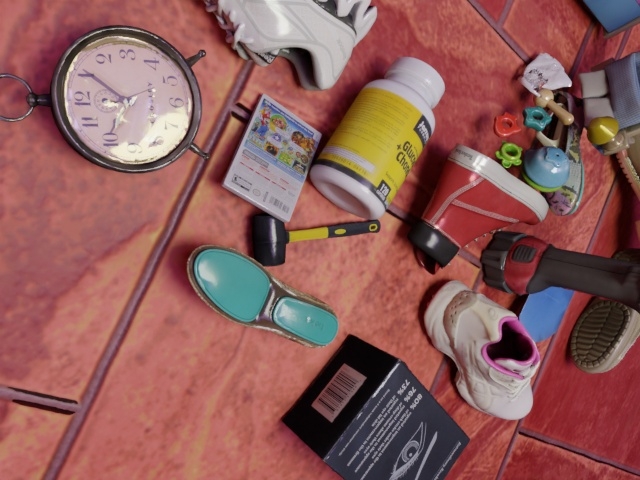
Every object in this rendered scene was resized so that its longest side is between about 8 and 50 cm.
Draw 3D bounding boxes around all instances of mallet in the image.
[{"bbox_3d":[0.000,0.000,0.641,0.189,0.039,0.062,1,97,-36],"label":"mallet"}]

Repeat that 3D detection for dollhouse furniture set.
[{"bbox_3d":[0.474,-0.311,0.700,0.198,0.286,0.304,25,61,-33],"label":"dollhouse furniture set"}]

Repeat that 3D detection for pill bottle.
[{"bbox_3d":[0.074,-0.125,0.621,0.103,0.103,0.184,38,79,-31],"label":"pill bottle"}]

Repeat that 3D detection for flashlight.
[{"bbox_3d":[0.374,0.056,0.721,0.103,0.304,0.103,-19,110,-29],"label":"flashlight"}]

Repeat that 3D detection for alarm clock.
[{"bbox_3d":[-0.199,-0.128,0.475,0.192,0.064,0.130,-6,102,-33],"label":"alarm clock"}]

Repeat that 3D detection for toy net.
[{"bbox_3d":[0.314,-0.186,0.768,0.122,0.045,0.232,12,63,0],"label":"toy net"}]

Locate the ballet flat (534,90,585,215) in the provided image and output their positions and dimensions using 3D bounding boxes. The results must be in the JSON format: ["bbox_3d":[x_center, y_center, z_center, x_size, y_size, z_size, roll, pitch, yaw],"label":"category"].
[{"bbox_3d":[0.371,-0.144,0.812,0.079,0.077,0.222,24,67,-12],"label":"ballet flat"}]

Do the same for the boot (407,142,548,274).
[{"bbox_3d":[0.230,-0.021,0.760,0.244,0.088,0.176,16,106,-42],"label":"boot"}]

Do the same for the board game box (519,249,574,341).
[{"bbox_3d":[0.390,0.094,0.900,0.133,0.033,0.169,25,90,-38],"label":"board game box"}]

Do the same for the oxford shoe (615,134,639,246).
[{"bbox_3d":[0.644,-0.127,0.919,0.140,0.146,0.397,-15,90,-28],"label":"oxford shoe"}]

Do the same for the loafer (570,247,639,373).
[{"bbox_3d":[0.573,0.143,0.980,0.092,0.102,0.269,39,77,-25],"label":"loafer"}]

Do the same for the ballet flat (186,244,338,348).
[{"bbox_3d":[-0.071,0.068,0.587,0.206,0.067,0.073,36,75,-29],"label":"ballet flat"}]

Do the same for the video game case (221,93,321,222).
[{"bbox_3d":[-0.052,-0.093,0.581,0.087,0.011,0.122,30,67,-27],"label":"video game case"}]

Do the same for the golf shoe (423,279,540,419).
[{"bbox_3d":[0.272,0.193,0.781,0.115,0.140,0.306,-49,121,-17],"label":"golf shoe"}]

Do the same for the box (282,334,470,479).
[{"bbox_3d":[0.079,0.255,0.689,0.153,0.108,0.207,-48,120,-16],"label":"box"}]

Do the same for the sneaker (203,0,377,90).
[{"bbox_3d":[-0.075,-0.252,0.513,0.292,0.110,0.118,21,96,-32],"label":"sneaker"}]
